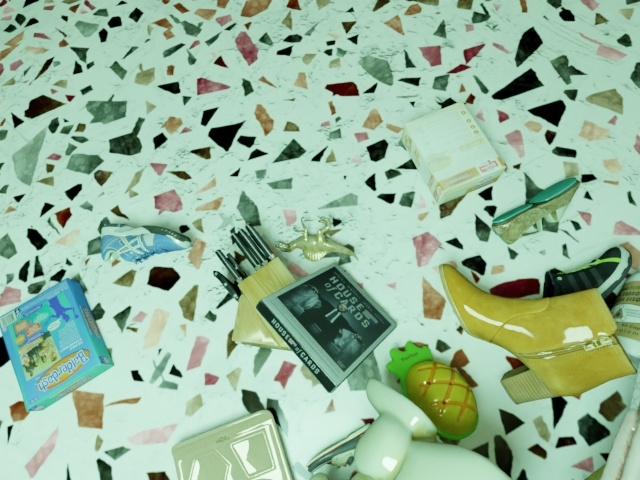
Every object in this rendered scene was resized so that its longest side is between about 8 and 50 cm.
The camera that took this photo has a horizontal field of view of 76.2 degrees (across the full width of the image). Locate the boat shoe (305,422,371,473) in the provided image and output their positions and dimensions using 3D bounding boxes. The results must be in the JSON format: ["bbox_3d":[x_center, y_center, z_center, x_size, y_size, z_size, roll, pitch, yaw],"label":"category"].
[{"bbox_3d":[0.039,0.374,0.717,0.137,0.049,0.043,-26,72,-10],"label":"boat shoe"}]

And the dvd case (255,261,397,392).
[{"bbox_3d":[0.022,0.137,0.723,0.179,0.239,0.029,45,122,15],"label":"dvd case"}]

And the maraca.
[{"bbox_3d":[0.195,0.259,0.718,0.127,0.099,0.185,-10,46,-34],"label":"maraca"}]

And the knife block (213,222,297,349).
[{"bbox_3d":[-0.078,0.092,0.807,0.276,0.088,0.241,6,71,8],"label":"knife block"}]

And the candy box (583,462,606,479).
[{"bbox_3d":[0.470,0.441,0.652,0.187,0.053,0.109,-33,71,-6],"label":"candy box"}]

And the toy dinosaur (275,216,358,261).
[{"bbox_3d":[0.000,0.000,0.861,0.183,0.053,0.092,5,83,18],"label":"toy dinosaur"}]

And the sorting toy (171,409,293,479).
[{"bbox_3d":[-0.146,0.432,0.720,0.193,0.038,0.208,-21,74,-3],"label":"sorting toy"}]

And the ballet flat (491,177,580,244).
[{"bbox_3d":[0.447,-0.056,0.837,0.206,0.073,0.067,-29,97,-3],"label":"ballet flat"}]

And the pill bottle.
[{"bbox_3d":[0.594,0.126,0.713,0.131,0.131,0.229,32,76,15],"label":"pill bottle"}]

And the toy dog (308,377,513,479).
[{"bbox_3d":[0.081,0.451,0.506,0.408,0.395,0.284,-45,100,-16],"label":"toy dog"}]

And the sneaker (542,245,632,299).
[{"bbox_3d":[0.479,0.079,0.766,0.235,0.084,0.097,-44,71,-11],"label":"sneaker"}]

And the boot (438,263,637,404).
[{"bbox_3d":[0.364,0.124,0.705,0.211,0.104,0.295,-36,79,27],"label":"boot"}]

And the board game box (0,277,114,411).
[{"bbox_3d":[-0.538,0.206,0.827,0.160,0.047,0.210,-31,70,-7],"label":"board game box"}]

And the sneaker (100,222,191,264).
[{"bbox_3d":[-0.374,0.012,0.875,0.211,0.080,0.081,1,76,16],"label":"sneaker"}]

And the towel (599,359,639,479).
[{"bbox_3d":[0.526,0.385,0.584,0.332,0.053,0.316,40,69,-11],"label":"towel"}]

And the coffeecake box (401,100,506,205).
[{"bbox_3d":[0.283,-0.191,0.890,0.143,0.068,0.185,-22,69,-3],"label":"coffeecake box"}]
